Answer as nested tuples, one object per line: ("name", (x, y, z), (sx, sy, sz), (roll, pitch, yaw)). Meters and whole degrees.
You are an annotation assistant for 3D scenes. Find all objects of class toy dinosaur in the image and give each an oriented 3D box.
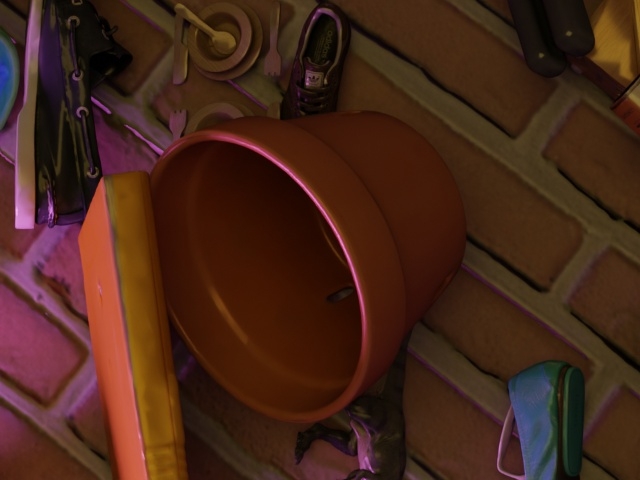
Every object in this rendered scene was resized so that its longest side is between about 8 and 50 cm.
("toy dinosaur", (0.038, 0.177, 1.748), (0.118, 0.064, 0.268), (7, 81, 2))

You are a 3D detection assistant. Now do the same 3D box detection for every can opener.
("can opener", (0.192, -0.296, 1.737), (0.076, 0.095, 0.283), (-37, 50, 35))

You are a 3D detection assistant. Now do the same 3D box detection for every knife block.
("knife block", (0.372, -0.236, 1.744), (0.275, 0.088, 0.242), (40, 90, 11))

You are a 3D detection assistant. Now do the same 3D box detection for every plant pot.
("plant pot", (0.000, 0.000, 1.664), (0.203, 0.291, 0.291), (-29, 75, -41))

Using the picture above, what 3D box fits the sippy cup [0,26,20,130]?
("sippy cup", (-0.467, -0.186, 1.788), (0.224, 0.240, 0.305), (40, 81, 25))

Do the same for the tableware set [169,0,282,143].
("tableware set", (-0.106, -0.158, 1.806), (0.128, 0.039, 0.194), (-3, 81, 23))

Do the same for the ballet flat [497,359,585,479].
("ballet flat", (0.218, 0.242, 1.711), (0.087, 0.083, 0.247), (-7, 80, 31))

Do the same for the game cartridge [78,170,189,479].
("game cartridge", (-0.178, 0.121, 1.672), (0.052, 0.285, 0.324), (-8, 81, -14))

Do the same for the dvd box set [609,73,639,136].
("dvd box set", (0.529, -0.095, 1.660), (0.420, 0.062, 0.307), (42, 79, 1))

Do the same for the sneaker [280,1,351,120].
("sneaker", (-0.012, -0.154, 1.792), (0.066, 0.071, 0.188), (8, 83, 8))

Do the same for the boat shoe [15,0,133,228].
("boat shoe", (-0.251, -0.176, 1.805), (0.113, 0.127, 0.340), (4, 71, -9))
